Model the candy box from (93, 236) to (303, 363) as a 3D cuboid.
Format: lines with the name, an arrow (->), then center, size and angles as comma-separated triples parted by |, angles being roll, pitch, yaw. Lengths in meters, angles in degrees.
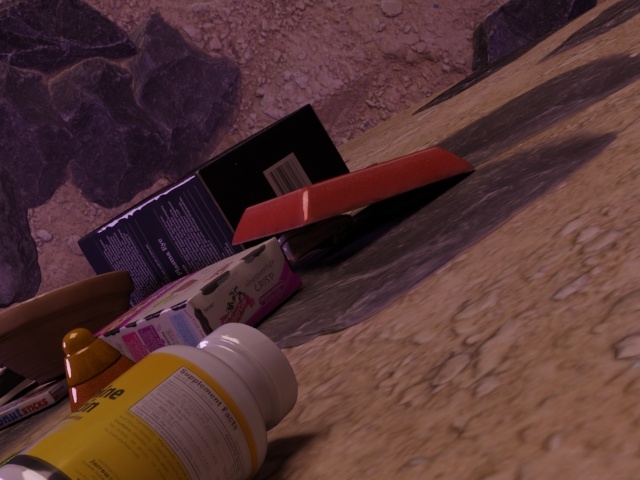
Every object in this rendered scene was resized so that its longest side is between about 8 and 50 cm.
candy box -> -0.154, 0.088, 1.112 | 0.233, 0.071, 0.159 | -23, 11, 44

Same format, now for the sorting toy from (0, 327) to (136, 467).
sorting toy -> -0.272, 0.169, 0.832 | 0.366, 0.126, 0.127 | -23, 12, 29

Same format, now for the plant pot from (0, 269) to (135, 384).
plant pot -> -0.370, 0.137, 1.363 | 0.238, 0.109, 0.237 | -23, -3, -1

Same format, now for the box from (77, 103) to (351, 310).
box -> -0.165, -0.044, 1.568 | 0.313, 0.178, 0.343 | -26, 9, 37

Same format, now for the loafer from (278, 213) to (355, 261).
loafer -> 0.000, 0.000, 1.237 | 0.125, 0.039, 0.045 | -18, -28, -37

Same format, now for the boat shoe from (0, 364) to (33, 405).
boat shoe -> -0.521, 0.216, 1.560 | 0.303, 0.091, 0.114 | -35, 9, -30

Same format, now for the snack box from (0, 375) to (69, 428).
snack box -> -0.422, 0.236, 1.333 | 0.178, 0.022, 0.064 | -26, 8, 27

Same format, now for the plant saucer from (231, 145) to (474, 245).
plant saucer -> 0.030, -0.062, 1.253 | 0.259, 0.047, 0.259 | -19, 2, -25

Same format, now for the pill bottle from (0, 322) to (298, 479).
pill bottle -> -0.097, 0.128, 0.566 | 0.103, 0.103, 0.184 | -22, 12, 46
